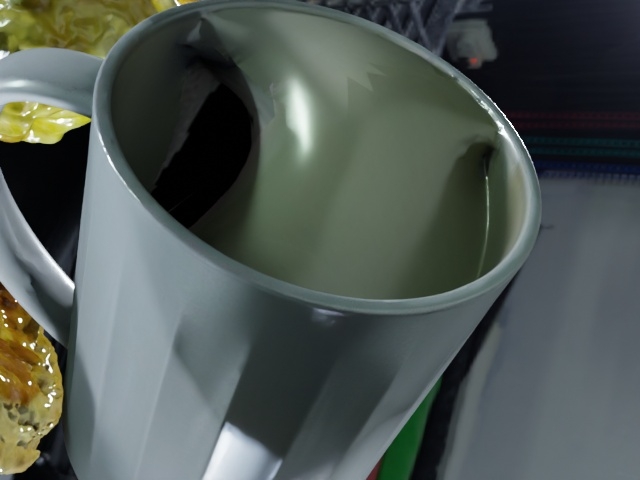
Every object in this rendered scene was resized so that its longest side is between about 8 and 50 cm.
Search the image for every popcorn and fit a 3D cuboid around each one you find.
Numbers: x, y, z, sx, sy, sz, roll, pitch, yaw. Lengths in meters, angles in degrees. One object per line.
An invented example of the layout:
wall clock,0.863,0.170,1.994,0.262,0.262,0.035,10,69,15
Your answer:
popcorn,-0.284,-0.229,0.823,0.215,0.286,0.252,51,-151,-48

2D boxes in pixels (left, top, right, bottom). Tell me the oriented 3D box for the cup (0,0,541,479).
cup,-0.078,0.033,0.485,0.327,0.323,0.237,115,174,-45

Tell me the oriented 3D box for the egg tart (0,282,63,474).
egg tart,-0.325,0.033,0.582,0.150,0.352,0.352,-22,-56,-9

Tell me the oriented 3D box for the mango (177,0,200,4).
mango,-0.109,-0.230,0.593,0.075,0.098,0.190,-48,1,16
